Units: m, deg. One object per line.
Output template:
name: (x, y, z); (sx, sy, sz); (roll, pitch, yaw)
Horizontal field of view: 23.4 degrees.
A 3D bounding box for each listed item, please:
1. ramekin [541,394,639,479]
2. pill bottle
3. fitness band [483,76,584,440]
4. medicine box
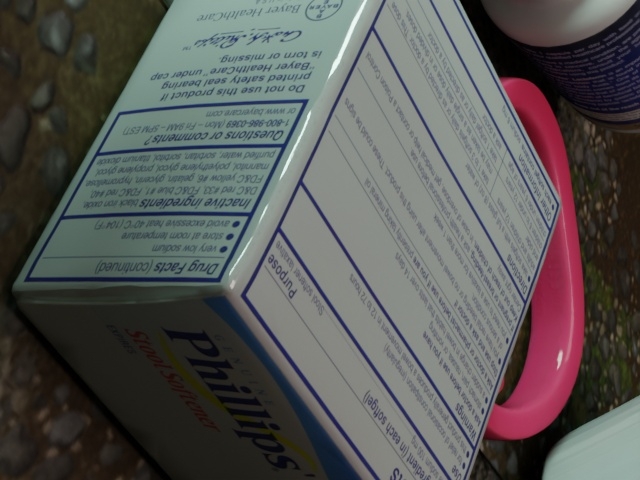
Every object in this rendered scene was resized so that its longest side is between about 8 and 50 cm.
ramekin: (0.300, 0.261, 1.300); (0.277, 0.135, 0.277); (47, 27, -34)
pill bottle: (0.216, -0.202, 1.238); (0.264, 0.153, 0.153); (32, 63, -52)
fitness band: (0.145, 0.017, 1.224); (0.209, 0.054, 0.291); (-29, 115, -56)
medicine box: (0.000, 0.000, 0.908); (0.263, 0.149, 0.289); (57, 46, -40)
